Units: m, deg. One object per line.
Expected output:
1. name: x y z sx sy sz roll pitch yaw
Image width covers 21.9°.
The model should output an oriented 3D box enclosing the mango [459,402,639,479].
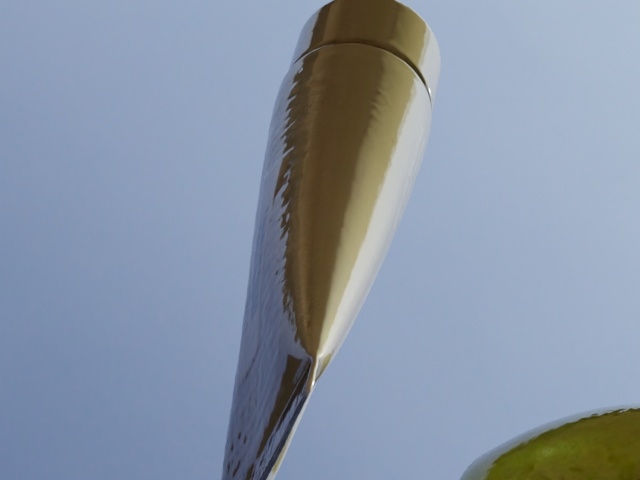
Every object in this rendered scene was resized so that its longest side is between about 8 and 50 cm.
1. mango: 0.228 0.210 1.321 0.273 0.185 0.149 -10 -109 23

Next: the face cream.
1. face cream: 0.000 0.000 0.798 0.084 0.137 0.341 21 -141 -5
